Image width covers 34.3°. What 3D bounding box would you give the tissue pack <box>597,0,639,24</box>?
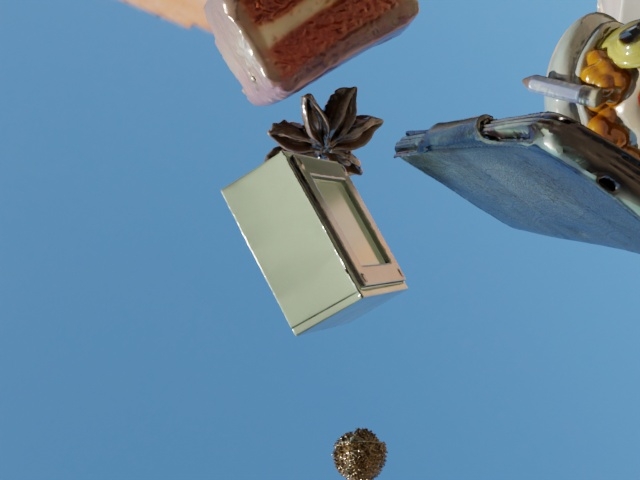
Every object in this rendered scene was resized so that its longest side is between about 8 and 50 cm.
[{"bbox_3d":[0.502,-0.368,1.563,0.136,0.159,0.246,2,-143,7],"label":"tissue pack"}]

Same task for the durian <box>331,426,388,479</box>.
[{"bbox_3d":[0.052,0.300,1.422,0.080,0.080,0.091,26,-114,-16],"label":"durian"}]

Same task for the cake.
[{"bbox_3d":[-0.027,-0.387,1.751,0.309,0.230,0.237,-34,-82,-13],"label":"cake"}]

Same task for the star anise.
[{"bbox_3d":[0.007,-0.183,1.765,0.212,0.197,0.073,13,-148,-33],"label":"star anise"}]

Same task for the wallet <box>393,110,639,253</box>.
[{"bbox_3d":[0.171,-0.045,0.817,0.172,0.318,0.045,30,-93,-14],"label":"wallet"}]

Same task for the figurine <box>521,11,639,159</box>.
[{"bbox_3d":[0.431,-0.205,1.163,0.224,0.382,0.205,46,-154,-33],"label":"figurine"}]

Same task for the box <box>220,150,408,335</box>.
[{"bbox_3d":[0.000,0.000,1.462,0.225,0.117,0.225,62,-163,9],"label":"box"}]
